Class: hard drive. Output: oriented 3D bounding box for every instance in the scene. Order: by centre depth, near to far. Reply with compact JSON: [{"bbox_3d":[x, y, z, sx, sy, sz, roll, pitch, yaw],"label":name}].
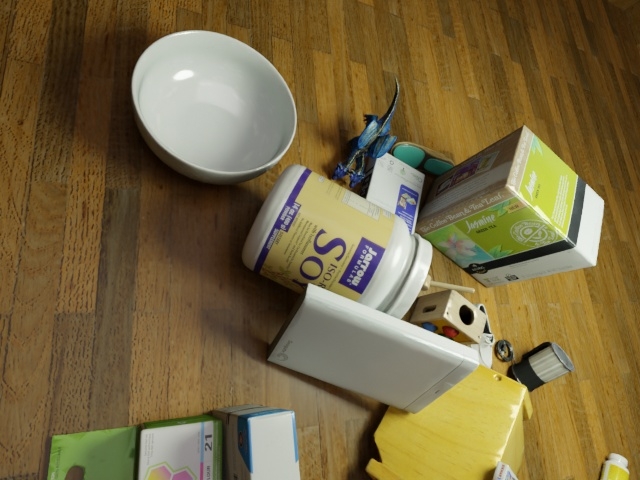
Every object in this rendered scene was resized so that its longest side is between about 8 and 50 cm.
[{"bbox_3d":[0.093,0.230,0.800,0.353,0.233,0.047,23,40,-8],"label":"hard drive"}]

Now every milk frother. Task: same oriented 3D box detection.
[{"bbox_3d":[0.595,0.326,1.125,0.143,0.135,0.129,35,30,-17],"label":"milk frother"}]

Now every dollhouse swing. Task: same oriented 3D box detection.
[{"bbox_3d":[0.320,0.512,0.964,0.315,0.305,0.347,23,55,27],"label":"dollhouse swing"}]

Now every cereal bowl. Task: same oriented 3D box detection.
[{"bbox_3d":[-0.232,-0.269,0.875,0.338,0.141,0.339,9,70,-26],"label":"cereal bowl"}]

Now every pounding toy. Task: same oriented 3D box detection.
[{"bbox_3d":[0.305,0.175,0.993,0.206,0.181,0.094,36,61,-13],"label":"pounding toy"}]

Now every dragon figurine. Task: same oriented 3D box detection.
[{"bbox_3d":[0.137,-0.266,1.037,0.085,0.289,0.144,33,23,-17],"label":"dragon figurine"}]

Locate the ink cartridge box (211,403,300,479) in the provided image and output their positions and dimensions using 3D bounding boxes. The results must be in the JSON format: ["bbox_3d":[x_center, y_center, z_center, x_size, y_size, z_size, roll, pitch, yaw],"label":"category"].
[{"bbox_3d":[-0.119,0.370,0.693,0.085,0.203,0.148,2,73,-30],"label":"ink cartridge box"}]

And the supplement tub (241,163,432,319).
[{"bbox_3d":[0.032,0.016,0.832,0.331,0.241,0.241,27,62,-3],"label":"supplement tub"}]

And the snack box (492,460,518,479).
[{"bbox_3d":[0.385,0.515,0.823,0.064,0.022,0.178,-56,131,-23],"label":"snack box"}]

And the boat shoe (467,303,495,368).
[{"bbox_3d":[0.448,0.265,1.109,0.066,0.063,0.184,6,71,-26],"label":"boat shoe"}]

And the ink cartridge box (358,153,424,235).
[{"bbox_3d":[0.176,-0.070,1.074,0.165,0.065,0.333,26,62,-18],"label":"ink cartridge box"}]

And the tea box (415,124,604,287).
[{"bbox_3d":[0.498,-0.067,1.088,0.323,0.329,0.220,36,61,-12],"label":"tea box"}]

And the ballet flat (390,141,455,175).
[{"bbox_3d":[0.299,-0.250,1.205,0.232,0.080,0.073,16,39,-25],"label":"ballet flat"}]

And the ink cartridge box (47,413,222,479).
[{"bbox_3d":[-0.298,0.402,0.648,0.255,0.097,0.189,5,72,-28],"label":"ink cartridge box"}]

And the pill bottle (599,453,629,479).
[{"bbox_3d":[0.877,0.703,1.194,0.065,0.065,0.116,45,59,-8],"label":"pill bottle"}]

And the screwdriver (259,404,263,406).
[{"bbox_3d":[-0.083,0.407,0.803,0.024,0.025,0.170,-30,88,-32],"label":"screwdriver"}]
